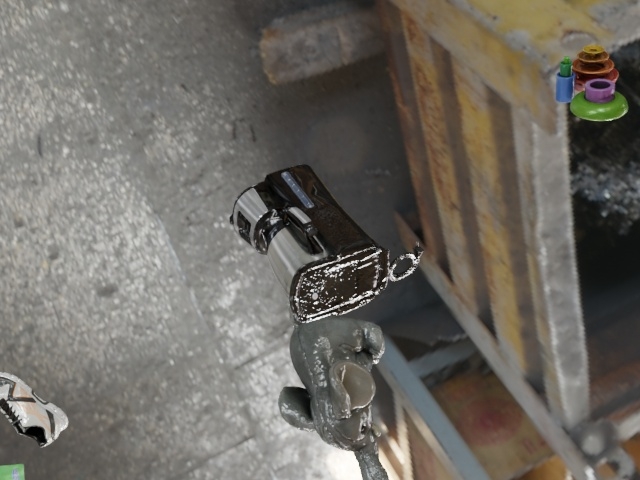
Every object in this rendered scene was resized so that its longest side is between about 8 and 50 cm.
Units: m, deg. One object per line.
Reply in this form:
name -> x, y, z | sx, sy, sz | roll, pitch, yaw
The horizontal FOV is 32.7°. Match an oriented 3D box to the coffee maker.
coffee maker -> 0.000, 0.000, 1.338 | 0.171, 0.178, 0.120 | 1, 126, -35

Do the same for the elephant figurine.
elephant figurine -> 0.026, 0.237, 1.653 | 0.186, 0.239, 0.169 | 6, 136, -2

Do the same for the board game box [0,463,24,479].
board game box -> -0.466, 0.470, 1.450 | 0.213, 0.317, 0.046 | -17, 164, 35

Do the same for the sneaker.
sneaker -> -0.331, 0.185, 1.200 | 0.109, 0.044, 0.040 | 34, 126, -8

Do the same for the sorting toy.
sorting toy -> 0.246, -0.149, 0.996 | 0.061, 0.102, 0.042 | -3, 123, 5
